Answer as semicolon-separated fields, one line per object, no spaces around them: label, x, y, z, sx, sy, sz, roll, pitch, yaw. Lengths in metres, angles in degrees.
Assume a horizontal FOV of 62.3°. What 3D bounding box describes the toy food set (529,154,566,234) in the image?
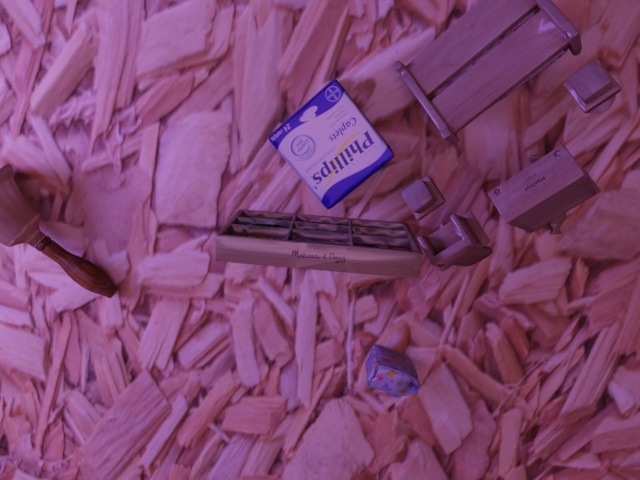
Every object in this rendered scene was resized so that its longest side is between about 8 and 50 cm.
toy food set;0.334;-0.070;0.804;0.078;0.019;0.122;1;108;1

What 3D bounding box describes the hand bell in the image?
hand bell;-0.417;0.010;0.814;0.126;0.126;0.242;-42;113;11

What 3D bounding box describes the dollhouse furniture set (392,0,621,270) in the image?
dollhouse furniture set;0.220;-0.181;0.760;0.303;0.174;0.355;-37;68;24

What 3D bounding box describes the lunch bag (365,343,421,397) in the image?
lunch bag;0.117;0.215;0.856;0.083;0.071;0.053;19;106;-5

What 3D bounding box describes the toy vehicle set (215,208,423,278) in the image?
toy vehicle set;0.000;0.000;0.753;0.267;0.166;0.035;5;105;0

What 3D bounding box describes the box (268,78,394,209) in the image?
box;0.017;-0.139;0.765;0.126;0.072;0.137;-39;101;11
